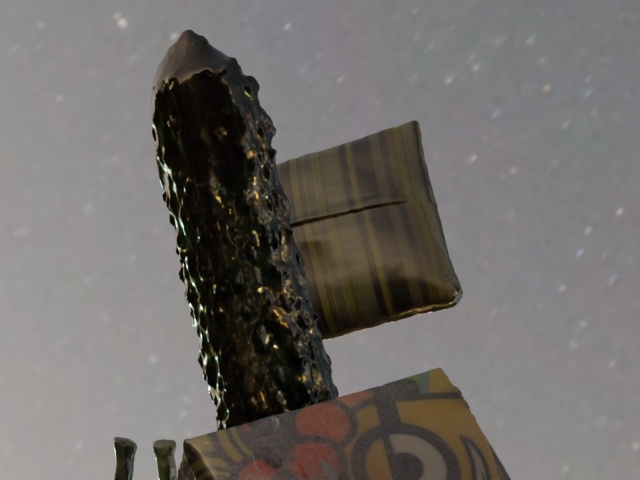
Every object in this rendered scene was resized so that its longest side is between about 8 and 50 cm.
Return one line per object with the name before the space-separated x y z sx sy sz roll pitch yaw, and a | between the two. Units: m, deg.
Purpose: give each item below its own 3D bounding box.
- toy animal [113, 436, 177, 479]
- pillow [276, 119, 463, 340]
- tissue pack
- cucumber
toy animal | -0.138 0.238 1.417 0.255 0.089 0.170 160 -72 -69
pillow | 0.000 0.000 1.528 0.212 0.208 0.052 -17 -41 6
tissue pack | 0.016 0.134 0.876 0.109 0.148 0.060 59 -29 35
cucumber | -0.048 0.028 1.252 0.096 0.096 0.359 -10 -87 38
